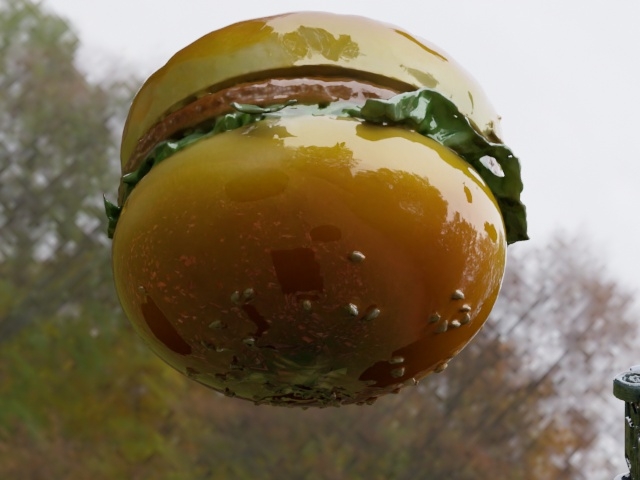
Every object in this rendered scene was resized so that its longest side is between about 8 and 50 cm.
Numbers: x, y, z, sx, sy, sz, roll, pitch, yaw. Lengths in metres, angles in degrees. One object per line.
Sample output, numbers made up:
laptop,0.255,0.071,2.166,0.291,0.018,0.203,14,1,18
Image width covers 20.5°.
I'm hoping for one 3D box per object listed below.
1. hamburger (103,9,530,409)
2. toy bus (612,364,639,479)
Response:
hamburger,-0.002,-0.001,0.987,0.246,0.170,0.246,1,-35,1
toy bus,0.315,0.187,1.440,0.246,0.134,0.114,-85,172,-74
